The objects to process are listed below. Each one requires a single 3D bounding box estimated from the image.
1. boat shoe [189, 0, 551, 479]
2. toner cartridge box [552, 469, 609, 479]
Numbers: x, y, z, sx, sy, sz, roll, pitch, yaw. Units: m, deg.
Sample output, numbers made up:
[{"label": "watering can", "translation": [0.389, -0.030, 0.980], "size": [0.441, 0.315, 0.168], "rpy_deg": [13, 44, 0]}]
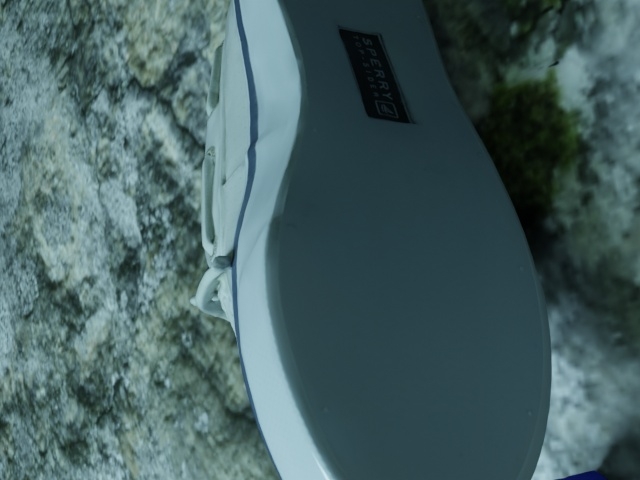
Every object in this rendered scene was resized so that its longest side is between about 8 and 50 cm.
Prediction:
[{"label": "boat shoe", "translation": [-0.008, -0.002, 0.464], "size": [0.156, 0.136, 0.367], "rpy_deg": [122, 146, -43]}, {"label": "toner cartridge box", "translation": [0.088, 0.288, 0.387], "size": [0.165, 0.075, 0.347], "rpy_deg": [38, 118, 49]}]
